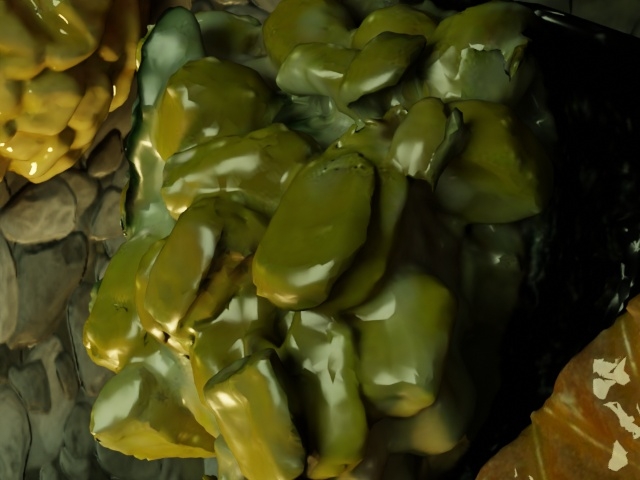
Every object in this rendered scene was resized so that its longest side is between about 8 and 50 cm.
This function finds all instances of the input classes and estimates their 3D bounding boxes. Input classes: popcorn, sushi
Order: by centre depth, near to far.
[{"bbox_3d":[0.000,0.000,0.948,0.329,0.285,0.328,30,107,39],"label":"sushi"},{"bbox_3d":[-0.274,-0.145,1.245,0.332,0.225,0.265,-50,63,41],"label":"popcorn"}]

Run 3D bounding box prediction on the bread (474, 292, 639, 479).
[{"bbox_3d":[0.245,0.145,0.779,0.279,0.207,0.279,50,119,32],"label":"bread"}]
